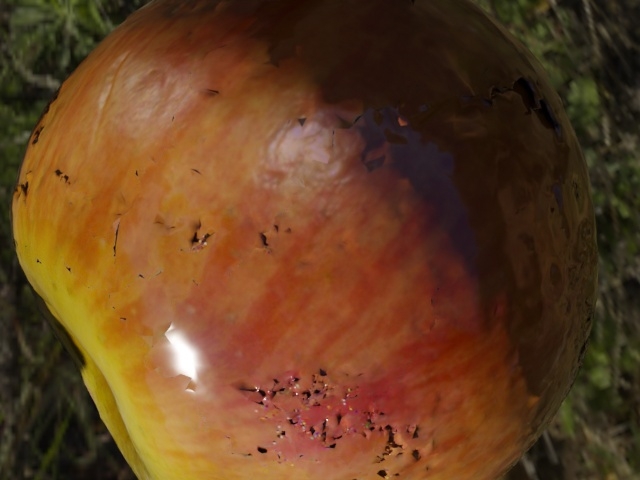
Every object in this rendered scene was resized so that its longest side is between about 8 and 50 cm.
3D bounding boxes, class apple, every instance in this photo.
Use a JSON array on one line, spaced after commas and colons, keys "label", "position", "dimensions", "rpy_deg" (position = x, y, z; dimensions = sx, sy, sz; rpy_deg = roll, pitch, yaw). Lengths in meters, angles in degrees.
[{"label": "apple", "position": [0.000, 0.000, 0.385], "dimensions": [0.146, 0.146, 0.146], "rpy_deg": [-5, 124, -7]}]
